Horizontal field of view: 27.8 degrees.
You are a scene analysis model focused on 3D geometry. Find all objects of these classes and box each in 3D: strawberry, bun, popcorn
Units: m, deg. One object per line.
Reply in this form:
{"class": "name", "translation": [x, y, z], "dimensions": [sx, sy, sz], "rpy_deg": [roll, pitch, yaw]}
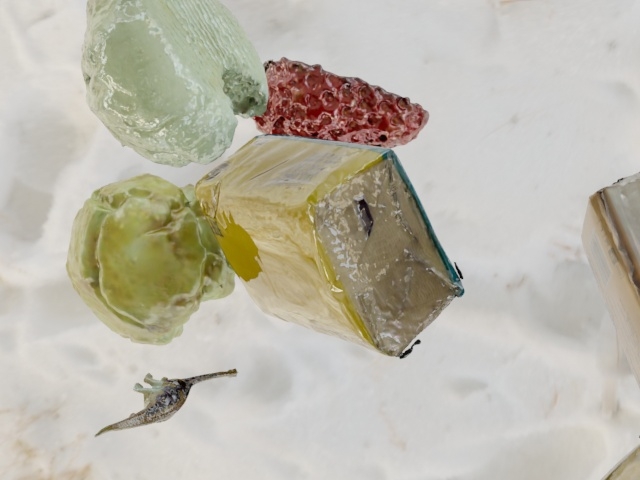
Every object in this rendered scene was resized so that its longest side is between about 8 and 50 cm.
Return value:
{"class": "strawberry", "translation": [0.015, -0.148, 1.661], "dimensions": [0.236, 0.190, 0.111], "rpy_deg": [15, 81, 14]}
{"class": "bun", "translation": [-0.143, -0.152, 1.201], "dimensions": [0.126, 0.212, 0.204], "rpy_deg": [-30, 73, 24]}
{"class": "popcorn", "translation": [-0.204, 0.021, 1.536], "dimensions": [0.221, 0.184, 0.204], "rpy_deg": [-24, 100, 53]}

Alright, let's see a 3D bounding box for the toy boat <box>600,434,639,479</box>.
{"class": "toy boat", "translation": [0.148, 0.177, 0.671], "dimensions": [0.064, 0.206, 0.072], "rpy_deg": [29, 142, 22]}

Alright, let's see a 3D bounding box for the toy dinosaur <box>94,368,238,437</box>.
{"class": "toy dinosaur", "translation": [-0.155, 0.149, 1.203], "dimensions": [0.058, 0.180, 0.037], "rpy_deg": [4, 116, 41]}

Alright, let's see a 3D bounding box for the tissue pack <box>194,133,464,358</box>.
{"class": "tissue pack", "translation": [0.000, 0.000, 1.341], "dimensions": [0.134, 0.271, 0.192], "rpy_deg": [-39, 113, -21]}

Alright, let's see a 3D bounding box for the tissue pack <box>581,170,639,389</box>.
{"class": "tissue pack", "translation": [0.397, 0.074, 1.200], "dimensions": [0.238, 0.238, 0.305], "rpy_deg": [-24, 75, 17]}
